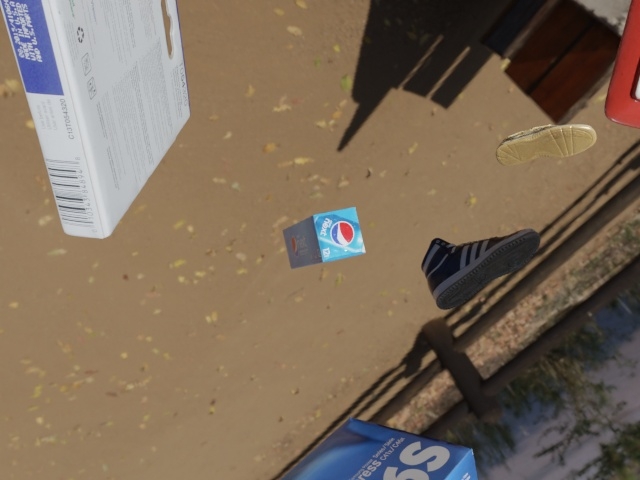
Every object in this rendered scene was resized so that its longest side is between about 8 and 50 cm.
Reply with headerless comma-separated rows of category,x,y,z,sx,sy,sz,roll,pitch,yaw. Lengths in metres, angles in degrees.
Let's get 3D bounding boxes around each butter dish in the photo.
butter dish,0.409,-0.189,0.724,0.118,0.160,0.159,-8,111,-58

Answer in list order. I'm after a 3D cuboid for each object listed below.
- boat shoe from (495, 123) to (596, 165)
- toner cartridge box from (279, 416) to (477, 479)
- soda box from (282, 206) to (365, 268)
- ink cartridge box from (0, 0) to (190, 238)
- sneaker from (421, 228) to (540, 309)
boat shoe,0.398,-0.180,1.200,0.170,0.059,0.063,-8,122,25
toner cartridge box,-0.003,0.302,0.636,0.348,0.165,0.075,-29,112,-46
soda box,0.000,0.000,1.052,0.067,0.071,0.210,-12,178,-17
ink cartridge box,-0.259,-0.227,0.845,0.072,0.330,0.324,4,127,6
sneaker,0.365,0.029,1.596,0.282,0.153,0.099,-35,131,11
